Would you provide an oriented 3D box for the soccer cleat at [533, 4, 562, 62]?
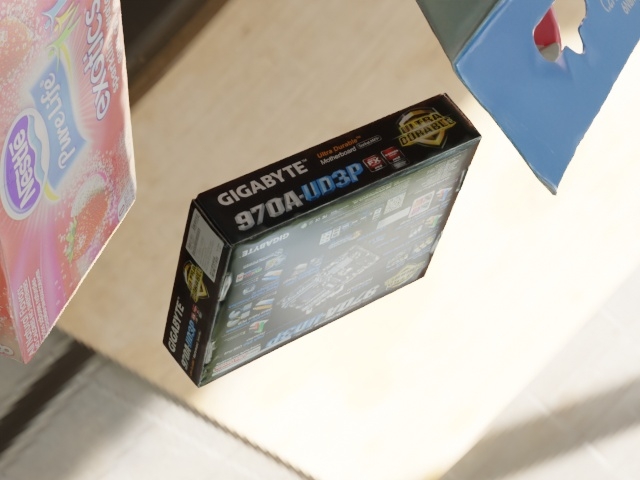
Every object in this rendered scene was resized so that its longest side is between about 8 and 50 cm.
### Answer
[{"bbox_3d":[0.088,-0.200,1.011,0.083,0.095,0.248,-16,91,-4],"label":"soccer cleat"}]

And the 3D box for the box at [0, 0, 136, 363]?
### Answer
[{"bbox_3d":[-0.196,-0.090,0.854,0.300,0.154,0.142,95,19,-54],"label":"box"}]

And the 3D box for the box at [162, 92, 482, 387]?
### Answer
[{"bbox_3d":[0.000,0.000,1.192,0.220,0.051,0.175,-25,152,-28],"label":"box"}]

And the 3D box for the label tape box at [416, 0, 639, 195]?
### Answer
[{"bbox_3d":[0.085,-0.229,0.727,0.115,0.347,0.249,-25,-166,33],"label":"label tape box"}]
